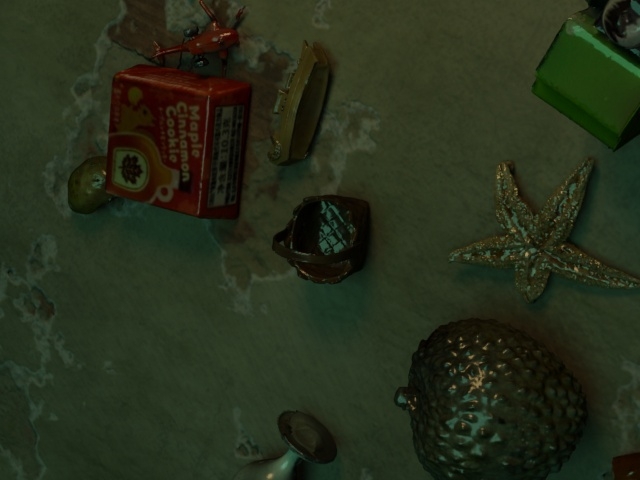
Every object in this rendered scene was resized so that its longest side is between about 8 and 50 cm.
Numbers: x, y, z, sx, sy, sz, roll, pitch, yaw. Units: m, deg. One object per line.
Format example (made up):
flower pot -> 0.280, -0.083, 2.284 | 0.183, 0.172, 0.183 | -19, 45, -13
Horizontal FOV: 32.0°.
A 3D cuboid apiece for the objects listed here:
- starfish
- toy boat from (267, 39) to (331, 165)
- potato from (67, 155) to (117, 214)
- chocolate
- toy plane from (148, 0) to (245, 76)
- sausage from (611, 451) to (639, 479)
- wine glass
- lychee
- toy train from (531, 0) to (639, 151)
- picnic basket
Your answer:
starfish -> 0.329, -0.012, 1.611 | 0.295, 0.048, 0.231 | 12, 105, 26
toy boat -> -0.038, -0.216, 1.774 | 0.072, 0.064, 0.206 | 33, 113, 40
potato -> -0.408, -0.099, 1.999 | 0.138, 0.070, 0.092 | -29, 70, 30
chocolate -> -0.247, -0.165, 1.875 | 0.234, 0.108, 0.237 | 15, 106, 25
toy plane -> -0.212, -0.331, 1.839 | 0.194, 0.077, 0.126 | 15, 120, 27
sausage -> 0.541, 0.287, 1.532 | 0.302, 0.076, 0.103 | -36, 82, 30
wine glass -> -0.080, 0.409, 1.883 | 0.126, 0.126, 0.241 | 43, 115, 16
lychee -> 0.243, 0.239, 1.611 | 0.274, 0.255, 0.255 | -1, 101, -2
toy train -> 0.397, -0.253, 1.383 | 0.173, 0.307, 0.249 | 40, 125, 16
picnic basket -> 0.000, 0.000, 1.723 | 0.128, 0.178, 0.138 | 11, 105, 27
